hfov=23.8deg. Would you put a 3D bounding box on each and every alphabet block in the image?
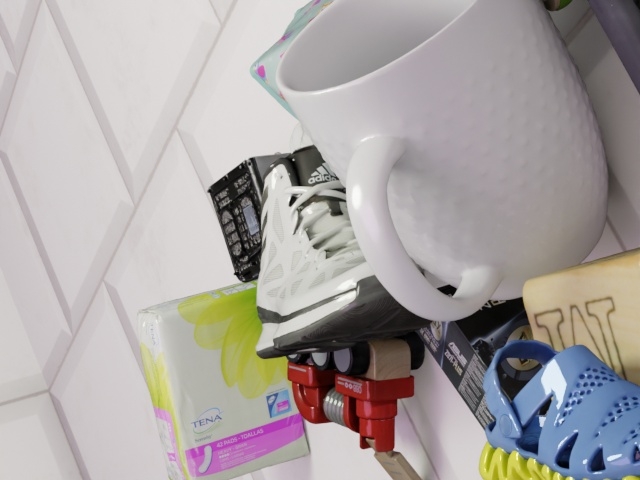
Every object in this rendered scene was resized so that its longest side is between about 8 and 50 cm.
[{"bbox_3d":[0.345,0.098,1.482,0.197,0.192,0.193,-19,85,60],"label":"alphabet block"}]

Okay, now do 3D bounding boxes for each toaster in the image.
[{"bbox_3d":[-0.072,-0.029,2.243,0.168,0.110,0.186,-31,75,61],"label":"toaster"}]

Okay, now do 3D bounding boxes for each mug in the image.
[{"bbox_3d":[0.136,-0.080,1.569,0.276,0.374,0.328,-16,121,36],"label":"mug"}]

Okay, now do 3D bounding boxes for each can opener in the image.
[{"bbox_3d":[0.289,-0.264,1.440,0.283,0.076,0.095,58,161,-11],"label":"can opener"}]

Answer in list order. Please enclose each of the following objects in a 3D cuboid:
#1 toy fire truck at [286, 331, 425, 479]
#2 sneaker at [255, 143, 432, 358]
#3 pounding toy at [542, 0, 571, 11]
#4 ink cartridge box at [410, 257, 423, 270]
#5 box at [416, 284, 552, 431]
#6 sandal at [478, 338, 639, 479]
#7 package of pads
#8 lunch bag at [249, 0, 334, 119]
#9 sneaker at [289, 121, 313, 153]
[{"bbox_3d":[0.061,0.240,2.122,0.217,0.158,0.246,7,98,59],"label":"toy fire truck"},{"bbox_3d":[-0.001,0.000,1.832,0.447,0.169,0.258,154,109,-71],"label":"sneaker"},{"bbox_3d":[0.246,-0.339,1.573,0.237,0.110,0.183,-97,-19,-88],"label":"pounding toy"},{"bbox_3d":[0.063,0.030,2.067,0.175,0.072,0.127,39,135,47],"label":"ink cartridge box"},{"bbox_3d":[0.221,0.127,1.755,0.180,0.147,0.077,57,147,32],"label":"box"},{"bbox_3d":[0.239,0.160,1.383,0.317,0.126,0.138,-7,93,59],"label":"sandal"},{"bbox_3d":[-0.157,0.226,2.389,0.101,0.229,0.297,2,104,60],"label":"package of pads"},{"bbox_3d":[0.083,-0.185,1.841,0.262,0.160,0.223,44,154,-14],"label":"lunch bag"},{"bbox_3d":[0.044,-0.113,2.044,0.232,0.090,0.115,47,125,40],"label":"sneaker"}]
